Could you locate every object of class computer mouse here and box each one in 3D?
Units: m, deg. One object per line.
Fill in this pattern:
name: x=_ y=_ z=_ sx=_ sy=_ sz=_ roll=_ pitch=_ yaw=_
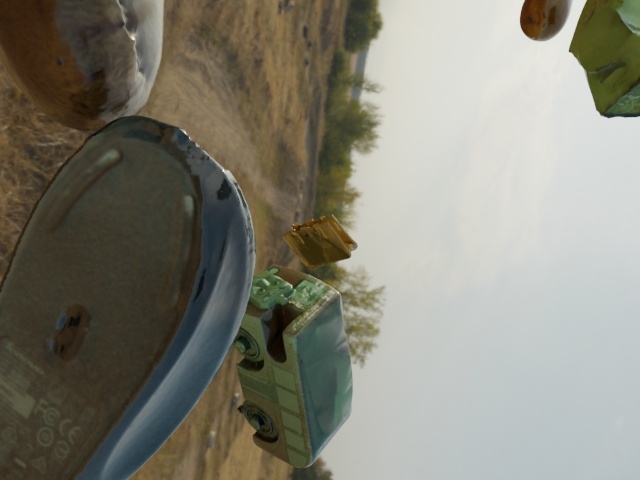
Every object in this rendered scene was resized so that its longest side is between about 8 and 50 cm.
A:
computer mouse: x=-0.188 y=0.071 z=0.542 sx=0.374 sy=0.203 sz=0.114 roll=-59 pitch=166 yaw=10

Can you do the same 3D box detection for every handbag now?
handbag: x=0.000 y=0.000 z=0.749 sx=0.083 sy=0.061 sz=0.027 roll=-17 pitch=-151 yaw=47

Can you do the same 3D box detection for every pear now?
pear: x=0.598 y=-0.367 z=1.080 sx=0.176 sy=0.286 sz=0.281 roll=110 pitch=-25 yaw=-58

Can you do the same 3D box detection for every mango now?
mango: x=0.657 y=-0.678 z=1.756 sx=0.151 sy=0.120 sz=0.221 roll=42 pitch=73 yaw=-45

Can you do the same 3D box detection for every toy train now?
toy train: x=-0.039 y=0.194 z=0.891 sx=0.129 sy=0.159 sz=0.326 roll=-38 pitch=134 yaw=-41

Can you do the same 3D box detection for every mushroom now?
mushroom: x=-0.206 y=-0.222 z=0.553 sx=0.267 sy=0.255 sz=0.267 roll=-168 pitch=-90 yaw=-76
